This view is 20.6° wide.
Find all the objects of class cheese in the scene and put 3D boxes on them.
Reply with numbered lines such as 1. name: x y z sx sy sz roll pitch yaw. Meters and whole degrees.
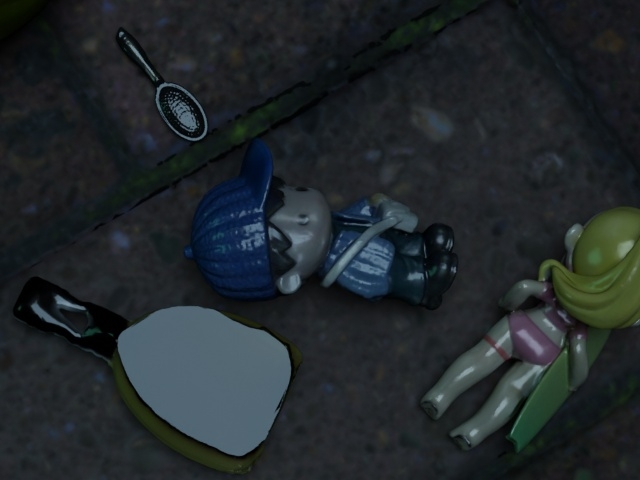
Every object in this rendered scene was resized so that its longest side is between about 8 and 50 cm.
1. cheese: -0.097 0.065 0.994 0.162 0.036 0.086 25 80 -1

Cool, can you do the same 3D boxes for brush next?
1. brush: -0.095 -0.093 1.041 0.024 0.008 0.083 -37 85 -9

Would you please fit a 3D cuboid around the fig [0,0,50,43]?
1. fig: -0.187 -0.164 1.008 0.259 0.151 0.151 -1 77 -35

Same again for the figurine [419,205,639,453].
1. figurine: 0.141 0.048 1.012 0.187 0.083 0.083 -40 85 -3

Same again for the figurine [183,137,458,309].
1. figurine: 0.000 0.000 1.006 0.149 0.087 0.086 15 40 -16
